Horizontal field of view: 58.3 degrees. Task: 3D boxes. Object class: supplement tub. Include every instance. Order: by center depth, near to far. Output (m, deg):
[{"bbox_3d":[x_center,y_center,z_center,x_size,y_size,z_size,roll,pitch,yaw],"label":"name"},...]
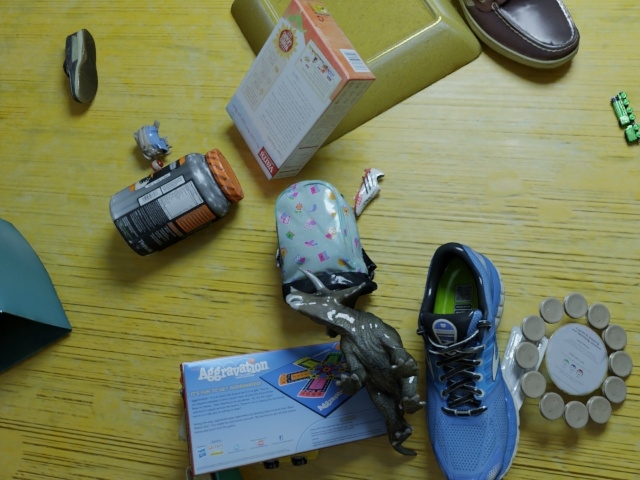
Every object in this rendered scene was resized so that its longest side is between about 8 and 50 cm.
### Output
[{"bbox_3d":[-0.227,-0.064,0.922,0.191,0.117,0.117,-28,75,3],"label":"supplement tub"}]

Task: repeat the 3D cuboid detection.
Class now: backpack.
[{"bbox_3d":[0.000,0.000,0.869,0.152,0.115,0.181,-10,77,8],"label":"backpack"}]

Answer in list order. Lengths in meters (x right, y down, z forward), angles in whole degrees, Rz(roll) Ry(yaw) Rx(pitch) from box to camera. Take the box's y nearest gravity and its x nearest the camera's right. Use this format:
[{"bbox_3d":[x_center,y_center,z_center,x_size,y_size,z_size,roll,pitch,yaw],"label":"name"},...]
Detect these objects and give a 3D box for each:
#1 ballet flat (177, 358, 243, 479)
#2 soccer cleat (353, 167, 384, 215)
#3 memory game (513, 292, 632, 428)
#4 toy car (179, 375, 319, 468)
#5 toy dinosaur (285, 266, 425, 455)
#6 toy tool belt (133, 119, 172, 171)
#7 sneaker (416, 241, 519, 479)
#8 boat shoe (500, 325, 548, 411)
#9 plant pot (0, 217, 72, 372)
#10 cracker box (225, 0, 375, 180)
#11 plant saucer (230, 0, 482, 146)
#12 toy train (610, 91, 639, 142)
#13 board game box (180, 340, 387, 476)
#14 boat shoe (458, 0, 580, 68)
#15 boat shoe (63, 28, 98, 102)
[{"bbox_3d":[-0.161,0.296,0.803,0.086,0.086,0.248,-14,77,7],"label":"ballet flat"},{"bbox_3d":[0.077,-0.076,0.917,0.036,0.029,0.083,16,77,17],"label":"soccer cleat"},{"bbox_3d":[0.349,0.164,0.792,0.186,0.012,0.186,2,80,-13],"label":"memory game"},{"bbox_3d":[-0.139,0.328,0.857,0.239,0.053,0.224,25,84,15],"label":"toy car"},{"bbox_3d":[0.086,0.168,0.781,0.121,0.160,0.313,-32,116,15],"label":"toy dinosaur"},{"bbox_3d":[-0.281,-0.164,0.986,0.051,0.052,0.083,-34,75,10],"label":"toy tool belt"},{"bbox_3d":[0.177,0.154,0.757,0.130,0.147,0.329,-13,62,28],"label":"sneaker"},{"bbox_3d":[0.258,0.206,0.809,0.063,0.066,0.184,24,84,24],"label":"boat shoe"},{"bbox_3d":[-0.554,0.073,0.933,0.166,0.165,0.234,-31,67,3],"label":"plant pot"},{"bbox_3d":[-0.040,-0.224,0.882,0.232,0.067,0.155,-44,71,41],"label":"cracker box"},{"bbox_3d":[0.046,-0.375,0.959,0.333,0.081,0.332,-30,76,3],"label":"plant saucer"},{"bbox_3d":[0.467,-0.188,0.877,0.024,0.017,0.083,-18,76,17],"label":"toy train"},{"bbox_3d":[-0.046,0.224,0.803,0.282,0.027,0.145,-3,77,-23],"label":"board game box"},{"bbox_3d":[0.280,-0.417,0.897,0.123,0.123,0.342,-31,73,-5],"label":"boat shoe"},{"bbox_3d":[-0.441,-0.314,1.047,0.049,0.056,0.152,-11,67,13],"label":"boat shoe"}]
